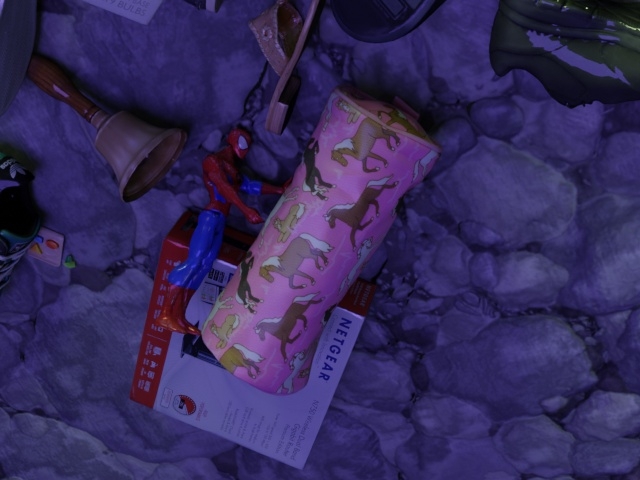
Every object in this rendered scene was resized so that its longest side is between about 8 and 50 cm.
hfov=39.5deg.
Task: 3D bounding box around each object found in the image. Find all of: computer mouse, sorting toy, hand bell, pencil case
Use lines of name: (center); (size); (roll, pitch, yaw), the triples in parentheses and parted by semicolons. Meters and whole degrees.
computer mouse: (0.129, -0.320, 0.967); (0.272, 0.072, 0.188); (-37, 86, 26)
sorting toy: (-0.417, 0.013, 1.384); (0.083, 0.012, 0.062); (23, 125, 3)
hand bell: (-0.310, -0.175, 1.199); (0.242, 0.126, 0.126); (40, 125, 6)
pencil case: (0.000, 0.000, 1.095); (0.160, 0.167, 0.386); (22, 108, -24)

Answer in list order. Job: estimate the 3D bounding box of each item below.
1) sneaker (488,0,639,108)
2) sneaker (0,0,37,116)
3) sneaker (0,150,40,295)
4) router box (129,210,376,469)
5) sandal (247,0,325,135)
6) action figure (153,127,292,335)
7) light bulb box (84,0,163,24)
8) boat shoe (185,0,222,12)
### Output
sneaker: (0.321, -0.199, 0.980); (0.286, 0.109, 0.130); (24, 132, 13)
sneaker: (-0.459, -0.308, 1.133); (0.169, 0.108, 0.292); (18, 107, 9)
sneaker: (-0.492, 0.005, 1.340); (0.121, 0.108, 0.302); (23, 124, 13)
router box: (-0.111, 0.156, 1.336); (0.301, 0.082, 0.335); (21, 125, 4)
sandal: (-0.053, -0.237, 1.071); (0.079, 0.088, 0.240); (21, 131, 1)
action figure: (-0.111, -0.007, 1.170); (0.139, 0.091, 0.280); (13, 86, 13)
light bulb box: (-0.242, -0.454, 0.820); (0.358, 0.225, 0.361); (14, 133, -35)
boat shoe: (-0.136, -0.364, 1.024); (0.065, 0.075, 0.206); (15, 129, 4)
